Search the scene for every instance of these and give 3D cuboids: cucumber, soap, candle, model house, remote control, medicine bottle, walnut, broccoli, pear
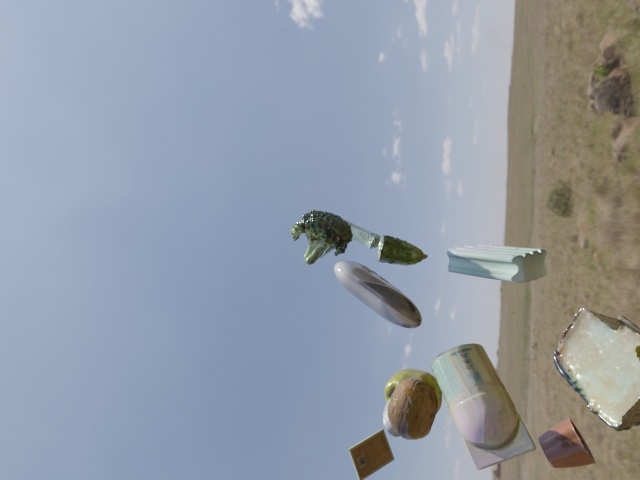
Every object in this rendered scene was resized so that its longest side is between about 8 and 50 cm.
[{"bbox_3d":[0.392,0.058,1.997,0.134,0.244,0.135,-170,90,-87],"label":"cucumber"},{"bbox_3d":[0.613,0.076,1.481,0.172,0.289,0.095,-9,-82,-32],"label":"soap"},{"bbox_3d":[0.357,0.803,1.920,0.192,0.169,0.068,13,-58,-40],"label":"candle"},{"bbox_3d":[1.353,0.556,1.825,0.445,0.399,0.396,-114,38,-67],"label":"model house"},{"bbox_3d":[0.179,0.168,1.338,0.104,0.332,0.221,-56,-30,5],"label":"remote control"},{"bbox_3d":[0.610,0.629,1.612,0.236,0.235,0.406,63,-172,-47],"label":"medicine bottle"},{"bbox_3d":[0.315,0.569,1.436,0.207,0.167,0.167,-66,-31,-21],"label":"walnut"},{"bbox_3d":[0.000,0.000,1.794,0.262,0.247,0.244,-1,-50,-42],"label":"broccoli"},{"bbox_3d":[0.475,0.785,2.126,0.294,0.293,0.295,2,-90,-65],"label":"pear"}]

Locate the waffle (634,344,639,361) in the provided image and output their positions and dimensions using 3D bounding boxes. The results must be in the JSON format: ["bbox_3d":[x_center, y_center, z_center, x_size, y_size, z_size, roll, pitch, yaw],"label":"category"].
[{"bbox_3d":[1.065,0.377,1.376,0.016,0.085,0.078,111,179,-51],"label":"waffle"}]

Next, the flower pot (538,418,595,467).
[{"bbox_3d":[1.087,0.920,1.874,0.190,0.173,0.191,45,-157,-25],"label":"flower pot"}]

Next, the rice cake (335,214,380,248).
[{"bbox_3d":[0.144,-0.049,2.006,0.062,0.336,0.066,-9,-64,-42],"label":"rice cake"}]

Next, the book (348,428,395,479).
[{"bbox_3d":[0.274,1.143,2.248,0.241,0.018,0.170,-14,-102,-31],"label":"book"}]
